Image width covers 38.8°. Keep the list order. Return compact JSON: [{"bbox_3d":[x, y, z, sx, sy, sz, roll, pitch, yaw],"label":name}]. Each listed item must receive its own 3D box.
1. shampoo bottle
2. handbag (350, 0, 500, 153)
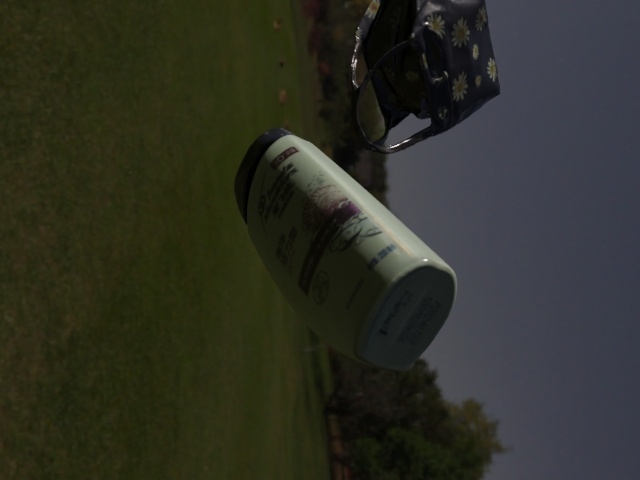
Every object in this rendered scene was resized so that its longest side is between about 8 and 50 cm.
[{"bbox_3d":[0.000,0.000,0.906,0.134,0.078,0.359,-61,-147,12],"label":"shampoo bottle"},{"bbox_3d":[0.062,-0.112,0.625,0.139,0.072,0.115,-53,140,-33],"label":"handbag"}]
